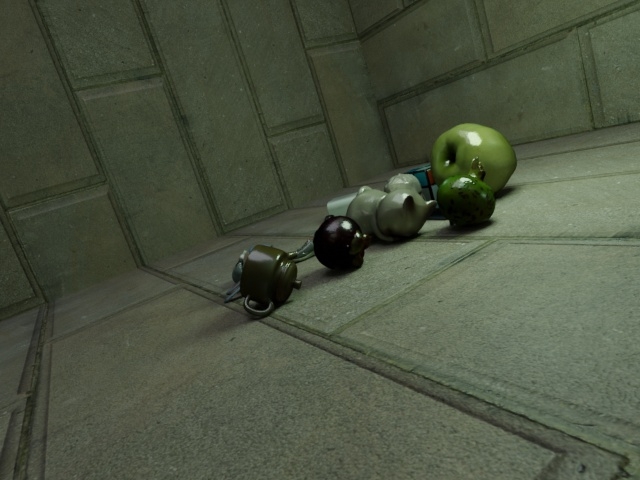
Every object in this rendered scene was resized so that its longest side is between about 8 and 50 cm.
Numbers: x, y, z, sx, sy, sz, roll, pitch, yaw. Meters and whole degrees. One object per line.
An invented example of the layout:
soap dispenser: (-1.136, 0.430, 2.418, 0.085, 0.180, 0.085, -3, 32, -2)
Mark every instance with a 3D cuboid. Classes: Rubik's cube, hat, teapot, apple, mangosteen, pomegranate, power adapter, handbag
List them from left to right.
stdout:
teapot: (-0.150, 0.129, 1.398, 0.175, 0.186, 0.268, 14, 53, 11)
mangosteen: (0.073, 0.011, 1.555, 0.209, 0.210, 0.210, -17, 11, 3)
power adapter: (0.186, -0.211, 2.590, 0.255, 0.124, 0.187, -14, 13, 23)
hat: (0.395, -0.217, 2.171, 0.231, 0.161, 0.275, -13, 44, 38)
Rubik's cube: (0.564, -0.300, 2.294, 0.183, 0.180, 0.167, -23, 13, -34)
handbag: (0.533, -0.135, 1.876, 0.144, 0.057, 0.221, -18, 10, -25)
pomegranate: (0.534, -0.170, 1.578, 0.210, 0.263, 0.211, 24, 6, -3)
apple: (0.670, -0.342, 1.935, 0.356, 0.358, 0.357, -17, 11, 3)

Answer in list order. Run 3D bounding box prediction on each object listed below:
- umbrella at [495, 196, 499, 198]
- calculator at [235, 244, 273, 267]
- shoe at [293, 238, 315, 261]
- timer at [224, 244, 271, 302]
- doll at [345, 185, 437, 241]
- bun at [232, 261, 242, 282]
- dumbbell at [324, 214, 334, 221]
umbrella: (0.711, -0.175, 1.893, 0.122, 0.013, 0.022, -12, -9, 31)
calculator: (-0.334, 0.081, 2.242, 0.165, 0.028, 0.274, -13, 13, 6)
shoe: (-0.054, 0.034, 1.900, 0.194, 0.077, 0.074, -20, 12, -13)
timer: (-0.268, 0.110, 1.659, 0.255, 0.176, 0.175, -19, 11, -3)
doll: (0.262, -0.104, 1.765, 0.214, 0.226, 0.370, 12, 2, -37)
bun: (-0.311, 0.124, 1.852, 0.140, 0.083, 0.141, -17, 8, 2)
dumbbell: (0.122, -0.096, 2.197, 0.190, 0.100, 0.100, -13, 12, 26)
